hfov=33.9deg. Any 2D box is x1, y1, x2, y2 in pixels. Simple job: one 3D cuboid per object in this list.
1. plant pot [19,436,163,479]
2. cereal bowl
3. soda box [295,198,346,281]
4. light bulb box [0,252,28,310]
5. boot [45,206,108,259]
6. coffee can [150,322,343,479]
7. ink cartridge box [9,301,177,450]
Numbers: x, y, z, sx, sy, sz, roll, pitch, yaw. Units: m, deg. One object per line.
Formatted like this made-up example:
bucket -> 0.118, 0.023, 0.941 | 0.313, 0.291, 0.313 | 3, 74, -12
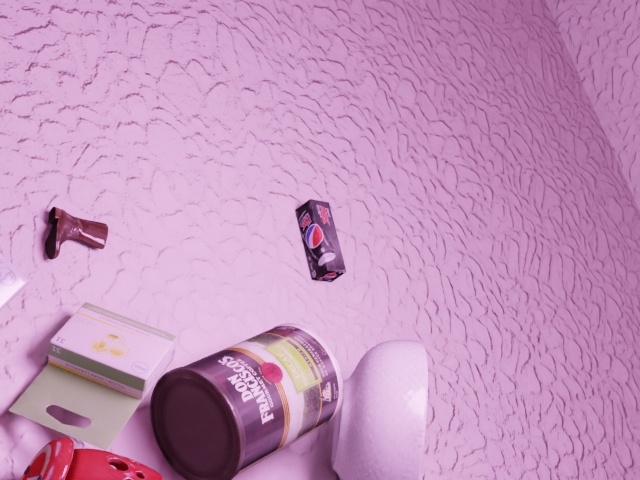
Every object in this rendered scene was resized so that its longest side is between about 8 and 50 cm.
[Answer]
plant pot -> -0.342, 0.383, 1.500 | 0.174, 0.191, 0.191 | 33, 44, -18
cereal bowl -> 0.099, 0.343, 1.907 | 0.141, 0.339, 0.339 | 7, 52, -3
soda box -> 0.000, 0.000, 2.212 | 0.060, 0.053, 0.169 | 8, 58, -42
light bulb box -> -0.631, 0.058, 1.298 | 0.361, 0.358, 0.225 | 47, 38, -12
boot -> -0.414, 0.001, 1.812 | 0.114, 0.037, 0.106 | 25, 51, -38
coffee can -> -0.121, 0.273, 1.787 | 0.275, 0.201, 0.201 | -20, 79, -50
ink cartridge box -> -0.350, 0.205, 1.640 | 0.171, 0.056, 0.235 | 20, 33, 8
